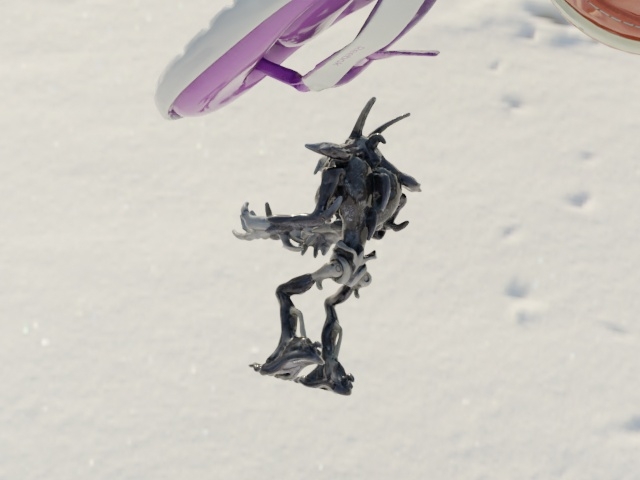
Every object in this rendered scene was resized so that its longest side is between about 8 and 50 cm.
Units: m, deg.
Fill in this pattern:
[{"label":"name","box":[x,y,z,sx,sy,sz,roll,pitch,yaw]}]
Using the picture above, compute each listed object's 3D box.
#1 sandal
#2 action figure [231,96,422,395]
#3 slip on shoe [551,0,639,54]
[{"label":"sandal","box":[0.060,-0.179,0.986,0.416,0.102,0.169,-32,-5,17]},{"label":"action figure","box":[0.000,0.000,1.332,0.141,0.275,0.164,9,-8,41]},{"label":"slip on shoe","box":[0.213,-0.129,0.356,0.331,0.123,0.101,-15,-7,8]}]
